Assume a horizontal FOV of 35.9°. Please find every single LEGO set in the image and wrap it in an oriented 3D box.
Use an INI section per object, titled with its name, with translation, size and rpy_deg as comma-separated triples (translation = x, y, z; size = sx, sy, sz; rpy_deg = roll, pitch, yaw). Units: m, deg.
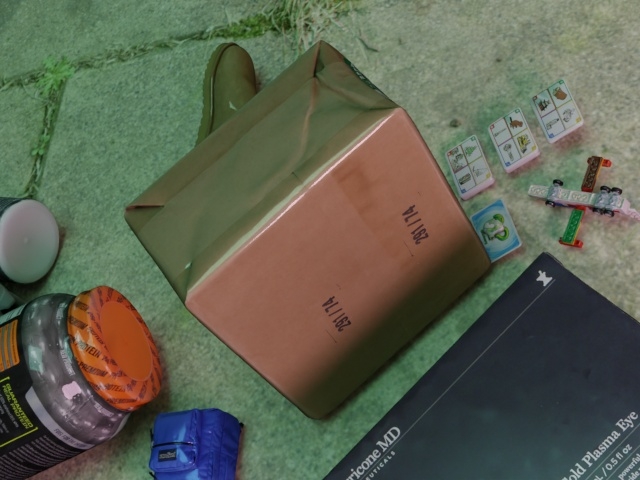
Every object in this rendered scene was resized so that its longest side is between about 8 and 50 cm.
[LEGO set]
translation = 0.269, -0.055, 1.203
size = 0.182, 0.060, 0.244
rpy_deg = -33, 50, 23

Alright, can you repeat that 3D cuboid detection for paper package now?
[paper package]
translation = 0.000, 0.000, 1.117
size = 0.309, 0.325, 0.168
rpy_deg = -42, 47, -1

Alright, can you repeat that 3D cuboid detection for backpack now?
[backpack]
translation = -0.160, 0.268, 1.193
size = 0.098, 0.101, 0.120
rpy_deg = -14, 60, 28

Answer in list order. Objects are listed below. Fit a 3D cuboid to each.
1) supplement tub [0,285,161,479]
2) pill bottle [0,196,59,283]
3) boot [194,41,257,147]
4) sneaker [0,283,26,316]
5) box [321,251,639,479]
[supplement tub]
translation = -0.391, 0.201, 1.286
size = 0.338, 0.207, 0.207
rpy_deg = -25, 54, 13
[pill bottle]
translation = -0.536, -0.006, 1.531
size = 0.245, 0.130, 0.130
rpy_deg = 4, 65, 30
[boot]
translation = -0.037, -0.184, 1.405
size = 0.269, 0.089, 0.236
rpy_deg = -2, 72, 27
[sneaker]
translation = -0.512, 0.112, 1.481
size = 0.228, 0.132, 0.086
rpy_deg = -30, 29, 56
[box]
translation = 0.230, 0.247, 0.948
size = 0.343, 0.179, 0.312
rpy_deg = -45, 53, -2
